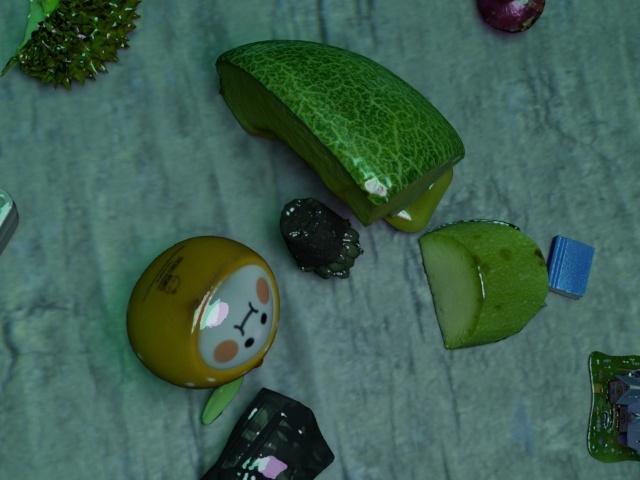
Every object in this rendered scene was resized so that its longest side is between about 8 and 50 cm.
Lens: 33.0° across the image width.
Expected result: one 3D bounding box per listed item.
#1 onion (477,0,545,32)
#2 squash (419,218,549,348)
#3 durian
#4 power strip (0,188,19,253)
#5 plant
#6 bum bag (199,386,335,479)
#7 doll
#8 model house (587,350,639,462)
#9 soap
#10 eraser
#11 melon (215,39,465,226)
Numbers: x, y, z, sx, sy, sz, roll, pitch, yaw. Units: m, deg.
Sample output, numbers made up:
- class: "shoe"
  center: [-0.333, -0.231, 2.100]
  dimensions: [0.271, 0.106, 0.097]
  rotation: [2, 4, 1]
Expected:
- class: "onion"
  center: [0.301, -0.380, 1.696]
  dimensions: [0.107, 0.097, 0.107]
  rotation: [-1, 85, 8]
- class: "squash"
  center: [0.254, 0.052, 1.588]
  dimensions: [0.184, 0.085, 0.192]
  rotation: [-14, 84, -6]
- class: "durian"
  center: [-0.358, -0.388, 1.567]
  dimensions: [0.169, 0.158, 0.352]
  rotation: [-6, 77, 22]
- class: "power strip"
  center: [-0.538, -0.073, 1.431]
  dimensions: [0.261, 0.141, 0.230]
  rotation: [27, 75, -2]
- class: "plant"
  center: [0.000, 0.000, 1.531]
  dimensions: [0.092, 0.143, 0.095]
  rotation: [-12, 61, 24]
- class: "bum bag"
  center: [-0.115, 0.360, 1.449]
  dimensions: [0.144, 0.095, 0.340]
  rotation: [39, 71, 0]
- class: "doll"
  center: [-0.144, 0.114, 1.461]
  dimensions: [0.213, 0.213, 0.236]
  rotation: [-49, 134, -17]
- class: "model house"
  center: [0.467, 0.246, 1.598]
  dimensions: [0.117, 0.088, 0.167]
  rotation: [8, 77, -11]
- class: "soap"
  center: [0.141, -0.078, 1.620]
  dimensions: [0.089, 0.045, 0.140]
  rotation: [31, 74, 0]
- class: "eraser"
  center: [0.379, 0.042, 1.655]
  dimensions: [0.063, 0.027, 0.085]
  rotation: [19, 75, -8]
- class: "melon"
  center: [0.008, -0.172, 1.517]
  dimensions: [0.343, 0.226, 0.331]
  rotation: [45, 36, 7]
